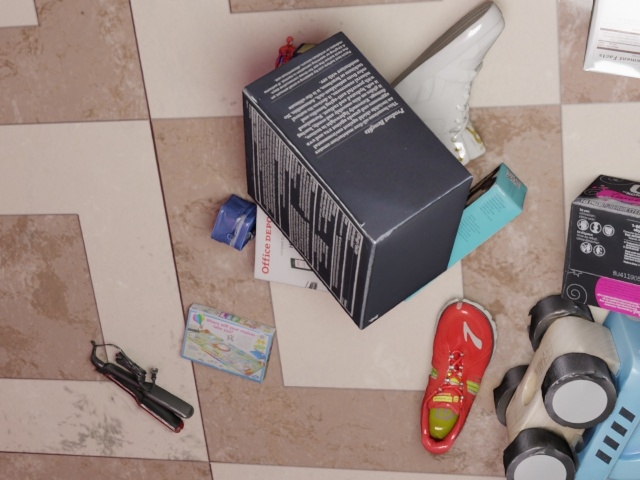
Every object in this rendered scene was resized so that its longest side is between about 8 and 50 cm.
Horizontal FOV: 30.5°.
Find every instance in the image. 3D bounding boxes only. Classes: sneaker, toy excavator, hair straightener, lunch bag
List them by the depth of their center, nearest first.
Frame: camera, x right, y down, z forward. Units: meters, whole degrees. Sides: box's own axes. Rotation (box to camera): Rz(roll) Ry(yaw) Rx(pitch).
[{"bbox_3d":[0.205,-0.209,1.741,0.169,0.108,0.292,43,127,-7],"label":"sneaker"},{"bbox_3d":[0.540,0.226,1.803,0.445,0.222,0.433,17,117,-8],"label":"toy excavator"},{"bbox_3d":[-0.133,-0.027,1.914,0.065,0.098,0.067,23,112,2],"label":"lunch bag"},{"bbox_3d":[0.221,0.230,1.916,0.107,0.118,0.279,11,116,10],"label":"sneaker"},{"bbox_3d":[-0.322,0.248,2.126,0.230,0.047,0.089,39,117,1],"label":"hair straightener"}]

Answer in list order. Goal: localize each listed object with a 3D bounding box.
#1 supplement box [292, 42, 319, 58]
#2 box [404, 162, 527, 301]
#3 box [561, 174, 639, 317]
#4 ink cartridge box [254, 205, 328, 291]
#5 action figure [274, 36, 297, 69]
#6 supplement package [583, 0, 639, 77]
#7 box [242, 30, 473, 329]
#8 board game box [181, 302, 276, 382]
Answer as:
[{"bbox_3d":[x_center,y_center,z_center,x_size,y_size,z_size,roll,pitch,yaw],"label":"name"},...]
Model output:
[{"bbox_3d":[0.005,-0.254,1.797,0.083,0.056,0.083,4,115,13],"label":"supplement box"},{"bbox_3d":[0.207,-0.011,1.823,0.060,0.100,0.244,46,117,-7],"label":"box"},{"bbox_3d":[0.496,0.016,1.703,0.247,0.142,0.163,14,117,26],"label":"box"},{"bbox_3d":[0.000,0.000,1.895,0.203,0.086,0.148,9,115,11],"label":"ink cartridge box"},{"bbox_3d":[-0.053,-0.262,1.828,0.038,0.030,0.115,14,114,15],"label":"action figure"},{"bbox_3d":[0.468,-0.360,1.539,0.198,0.199,0.263,10,115,11],"label":"supplement package"},{"bbox_3d":[0.046,-0.078,1.669,0.294,0.182,0.296,51,163,20],"label":"box"},{"bbox_3d":[-0.162,0.179,2.054,0.154,0.026,0.103,17,117,8],"label":"board game box"}]
